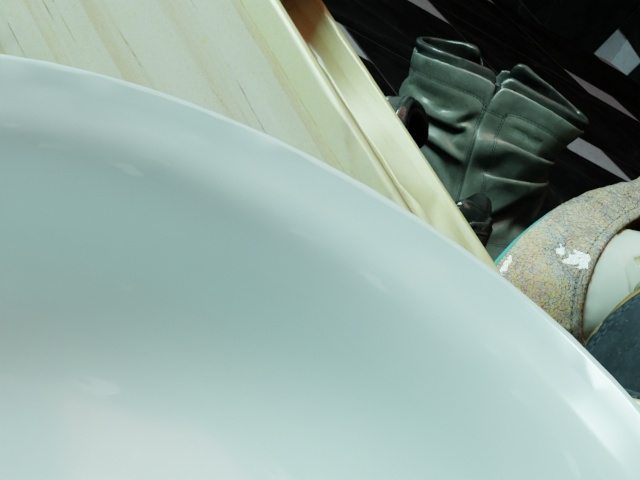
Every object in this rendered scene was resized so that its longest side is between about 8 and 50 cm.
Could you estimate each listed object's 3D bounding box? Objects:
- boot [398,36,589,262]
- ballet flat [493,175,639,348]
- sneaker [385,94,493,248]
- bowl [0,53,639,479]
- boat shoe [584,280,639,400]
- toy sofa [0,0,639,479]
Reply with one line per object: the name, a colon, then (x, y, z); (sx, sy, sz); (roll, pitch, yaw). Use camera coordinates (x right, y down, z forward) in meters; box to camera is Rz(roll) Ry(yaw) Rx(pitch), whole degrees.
boot: (0.139, -0.024, 1.025); (0.247, 0.161, 0.083); (31, 17, -7)
ballet flat: (0.218, 0.010, 0.964); (0.106, 0.107, 0.316); (14, 35, 41)
sneaker: (-0.017, -0.052, 0.833); (0.276, 0.135, 0.097); (40, 18, 9)
bowl: (-0.040, 0.080, 0.416); (0.298, 0.134, 0.298); (25, 24, -12)
boat shoe: (0.255, 0.183, 0.634); (0.500, 0.156, 0.186); (45, -19, 50)
toy sofa: (0.000, 0.000, 0.639); (0.362, 0.177, 0.150); (59, 4, 25)
